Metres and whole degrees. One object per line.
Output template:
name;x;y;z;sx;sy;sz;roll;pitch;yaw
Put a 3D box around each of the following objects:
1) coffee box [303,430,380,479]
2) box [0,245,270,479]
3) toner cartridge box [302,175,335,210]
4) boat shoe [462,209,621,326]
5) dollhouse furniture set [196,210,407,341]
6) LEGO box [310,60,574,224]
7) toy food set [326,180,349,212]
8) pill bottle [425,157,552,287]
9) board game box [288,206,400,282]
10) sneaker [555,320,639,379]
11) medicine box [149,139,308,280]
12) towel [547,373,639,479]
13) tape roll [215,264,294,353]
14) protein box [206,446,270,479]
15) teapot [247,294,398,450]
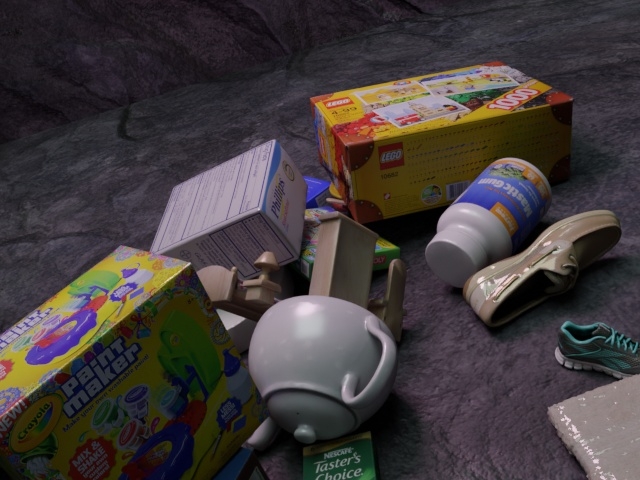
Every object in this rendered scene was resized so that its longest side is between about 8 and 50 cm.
coffee box;0.030;0.361;0.946;0.113;0.040;0.184;-16;29;10
box;-0.264;0.208;0.868;0.177;0.279;0.290;10;42;44
toner cartridge box;-0.122;-0.111;1.794;0.165;0.075;0.348;-36;33;-26
boat shoe;0.401;0.053;1.163;0.303;0.109;0.098;-28;35;-1
dollhouse furniture set;-0.064;0.074;1.242;0.356;0.303;0.173;-8;64;42
LEGO box;0.265;-0.244;1.561;0.501;0.193;0.372;-13;29;-7
toy food set;0.086;-0.103;1.645;0.128;0.071;0.218;5;29;11
pill bottle;0.323;-0.032;1.300;0.152;0.152;0.272;10;42;43
board game box;0.000;0.000;1.487;0.214;0.046;0.317;-10;23;-26
sneaker;0.430;0.158;0.992;0.167;0.076;0.065;0;37;33
medicine box;-0.190;-0.042;1.429;0.290;0.149;0.263;-22;35;20
towel;0.462;0.240;0.868;0.283;0.049;0.187;-21;28;3
tape roll;-0.249;0.132;1.476;0.393;0.072;0.392;-16;29;10
protein box;-0.194;0.399;0.930;0.200;0.135;0.201;-2;35;31
teapot;-0.001;0.217;1.024;0.253;0.256;0.187;3;48;13
